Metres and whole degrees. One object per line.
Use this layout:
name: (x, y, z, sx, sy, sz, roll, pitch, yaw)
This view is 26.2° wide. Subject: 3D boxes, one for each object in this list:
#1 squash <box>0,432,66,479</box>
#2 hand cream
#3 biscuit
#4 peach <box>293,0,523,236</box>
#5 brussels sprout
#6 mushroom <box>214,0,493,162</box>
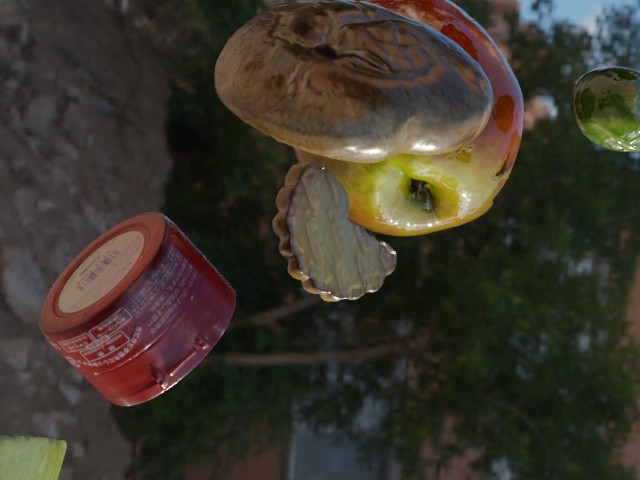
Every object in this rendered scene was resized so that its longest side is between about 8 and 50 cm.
squash: (-0.314, 0.178, 1.070, 0.220, 0.220, 0.133, -127, -130, -81)
hand cream: (-0.201, 0.073, 1.505, 0.125, 0.193, 0.193, 51, 16, -26)
biscuit: (0.000, 0.000, 1.582, 0.118, 0.183, 0.061, -48, -151, -23)
peach: (0.128, -0.197, 2.026, 0.370, 0.370, 0.369, -174, -90, -84)
brussels sprout: (0.428, -0.185, 1.958, 0.117, 0.155, 0.155, -56, -178, -10)
mushroom: (0.030, -0.157, 1.363, 0.278, 0.278, 0.146, -96, -163, -62)
